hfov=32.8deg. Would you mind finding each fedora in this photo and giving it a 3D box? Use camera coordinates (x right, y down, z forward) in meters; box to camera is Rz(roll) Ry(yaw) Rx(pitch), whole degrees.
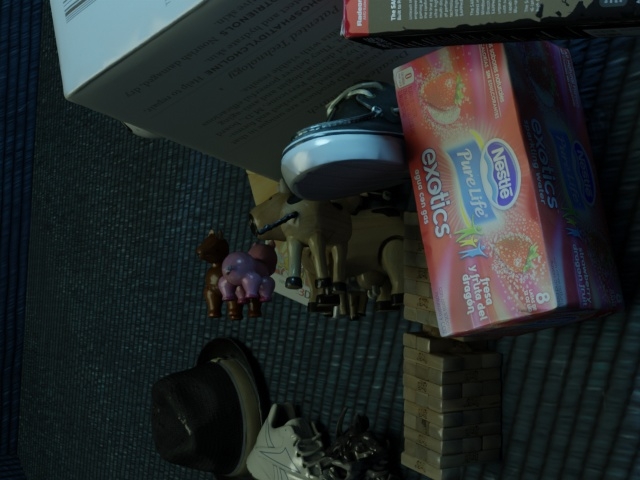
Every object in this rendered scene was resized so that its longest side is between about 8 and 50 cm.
[{"bbox_3d":[-0.225,0.335,2.028,0.334,0.153,0.333,11,103,62],"label":"fedora"}]

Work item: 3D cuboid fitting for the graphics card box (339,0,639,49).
[{"bbox_3d":[0.202,-0.304,1.010,0.371,0.094,0.232,2,90,31],"label":"graphics card box"}]

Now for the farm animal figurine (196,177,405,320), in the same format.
[{"bbox_3d":[0.000,0.000,1.391,0.330,0.327,0.172,-20,69,59],"label":"farm animal figurine"}]

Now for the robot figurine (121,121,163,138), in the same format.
[{"bbox_3d":[-0.331,-0.337,2.143,0.209,0.174,0.278,26,-127,-71],"label":"robot figurine"}]

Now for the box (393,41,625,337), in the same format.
[{"bbox_3d":[0.198,-0.055,1.146,0.142,0.154,0.299,-19,74,39],"label":"box"}]

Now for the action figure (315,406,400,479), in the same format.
[{"bbox_3d":[0.056,0.353,1.506,0.275,0.141,0.164,-128,32,-46],"label":"action figure"}]

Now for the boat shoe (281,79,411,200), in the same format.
[{"bbox_3d":[0.051,-0.119,1.222,0.121,0.335,0.119,-21,85,29],"label":"boat shoe"}]

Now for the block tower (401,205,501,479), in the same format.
[{"bbox_3d":[0.161,0.116,1.331,0.091,0.097,0.335,9,98,62],"label":"block tower"}]

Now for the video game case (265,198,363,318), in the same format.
[{"bbox_3d":[-0.016,-0.015,1.669,0.206,0.026,0.226,20,105,51],"label":"video game case"}]

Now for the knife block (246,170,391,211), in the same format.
[{"bbox_3d":[0.006,-0.136,1.565,0.242,0.088,0.275,-41,44,25],"label":"knife block"}]

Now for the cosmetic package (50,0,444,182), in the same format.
[{"bbox_3d":[-0.081,-0.320,1.324,0.327,0.394,0.329,-28,64,28],"label":"cosmetic package"}]

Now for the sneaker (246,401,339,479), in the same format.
[{"bbox_3d":[-0.034,0.357,1.717,0.297,0.111,0.129,32,115,57],"label":"sneaker"}]
